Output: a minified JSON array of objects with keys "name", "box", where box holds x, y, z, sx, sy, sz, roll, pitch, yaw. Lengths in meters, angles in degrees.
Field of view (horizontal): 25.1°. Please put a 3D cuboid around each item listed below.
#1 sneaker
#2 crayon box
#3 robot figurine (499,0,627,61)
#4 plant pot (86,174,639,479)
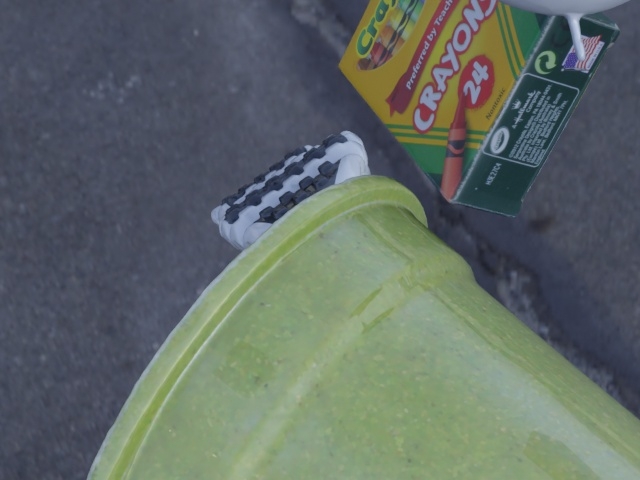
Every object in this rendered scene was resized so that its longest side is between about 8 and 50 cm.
[{"name":"sneaker","box":[0.000,0.000,0.970,0.110,0.292,0.118,-34,95,-2]},{"name":"crayon box","box":[0.127,-0.192,1.366,0.081,0.202,0.318,12,27,-31]},{"name":"robot figurine","box":[0.195,-0.321,1.078,0.300,0.200,0.354,19,82,-12]},{"name":"plant pot","box":[0.065,0.149,0.680,0.254,0.276,0.276,32,61,22]}]
